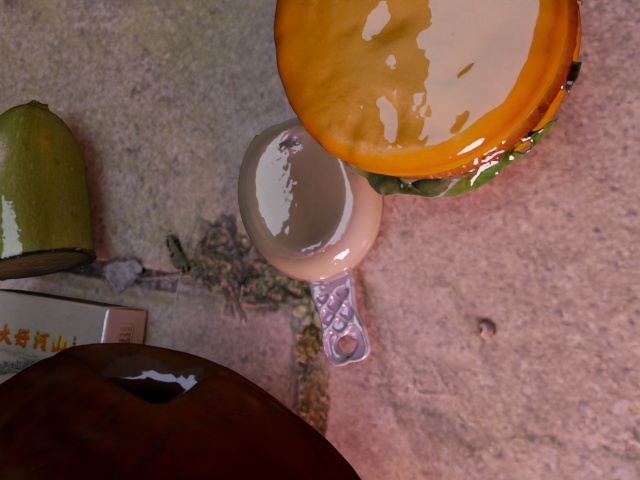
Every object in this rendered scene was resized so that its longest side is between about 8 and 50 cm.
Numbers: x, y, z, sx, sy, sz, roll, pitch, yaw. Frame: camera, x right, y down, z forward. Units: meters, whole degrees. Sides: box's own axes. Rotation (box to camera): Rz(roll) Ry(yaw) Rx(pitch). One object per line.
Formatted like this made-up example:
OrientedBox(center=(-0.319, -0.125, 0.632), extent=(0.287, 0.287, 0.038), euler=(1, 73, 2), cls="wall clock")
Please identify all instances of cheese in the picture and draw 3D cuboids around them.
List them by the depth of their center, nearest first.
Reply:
OrientedBox(center=(0.000, 0.000, 0.682), extent=(0.137, 0.064, 0.228), euler=(-18, 78, 21), cls="cheese")

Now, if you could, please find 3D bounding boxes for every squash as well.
OrientedBox(center=(-0.303, -0.057, 0.786), extent=(0.123, 0.123, 0.187), euler=(-10, 81, 21), cls="squash")

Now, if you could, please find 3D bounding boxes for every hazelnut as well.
OrientedBox(center=(-0.133, 0.296, 0.549), extent=(0.402, 0.402, 0.429), euler=(32, 104, 22), cls="hazelnut")

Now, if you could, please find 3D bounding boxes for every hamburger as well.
OrientedBox(center=(0.089, -0.157, 0.604), extent=(0.246, 0.170, 0.246), euler=(2, 94, 27), cls="hamburger")

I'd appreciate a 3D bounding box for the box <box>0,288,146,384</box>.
OrientedBox(center=(-0.280, 0.187, 0.774), extent=(0.164, 0.069, 0.257), euler=(6, 86, 23), cls="box")
